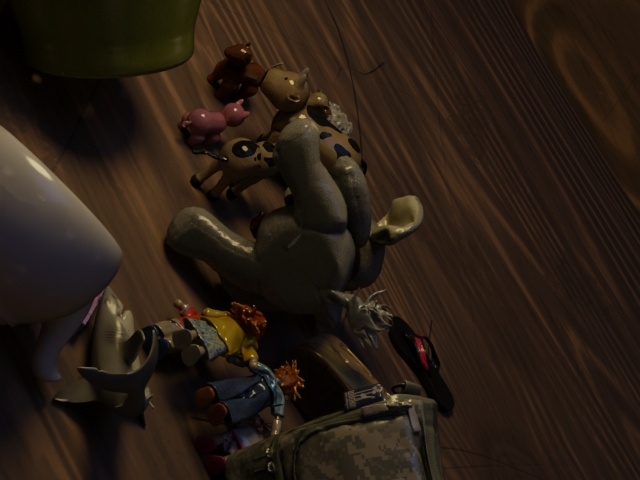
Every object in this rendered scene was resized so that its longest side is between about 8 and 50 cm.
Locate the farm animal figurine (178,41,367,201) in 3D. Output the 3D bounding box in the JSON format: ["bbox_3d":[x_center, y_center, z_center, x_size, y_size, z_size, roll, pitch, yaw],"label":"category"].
[{"bbox_3d":[-0.054,-0.177,1.970,0.327,0.172,0.330,32,37,-30],"label":"farm animal figurine"}]

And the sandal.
[{"bbox_3d":[0.175,0.196,2.023,0.179,0.040,0.067,57,31,7],"label":"sandal"}]

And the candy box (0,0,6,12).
[{"bbox_3d":[-0.518,-0.340,1.637,0.187,0.053,0.109,39,33,-24],"label":"candy box"}]

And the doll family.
[{"bbox_3d":[-0.103,0.173,1.602,0.163,0.118,0.263,-12,70,-54],"label":"doll family"}]

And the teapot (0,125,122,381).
[{"bbox_3d":[-0.358,0.002,1.349,0.256,0.187,0.252,42,-12,17],"label":"teapot"}]

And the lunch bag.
[{"bbox_3d":[0.054,0.344,1.463,0.212,0.256,0.305,10,62,-50],"label":"lunch bag"}]

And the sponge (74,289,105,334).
[{"bbox_3d":[-0.353,0.010,1.521,0.210,0.031,0.117,44,32,-14],"label":"sponge"}]

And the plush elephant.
[{"bbox_3d":[0.000,0.000,1.788,0.330,0.272,0.255,46,16,2],"label":"plush elephant"}]

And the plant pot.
[{"bbox_3d":[-0.294,-0.416,1.672,0.366,0.366,0.353,-44,138,-59],"label":"plant pot"}]

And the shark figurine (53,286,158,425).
[{"bbox_3d":[-0.249,0.166,1.415,0.278,0.116,0.166,-144,-133,-72],"label":"shark figurine"}]

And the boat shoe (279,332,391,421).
[{"bbox_3d":[0.086,0.274,1.749,0.341,0.121,0.110,54,32,5],"label":"boat shoe"}]
